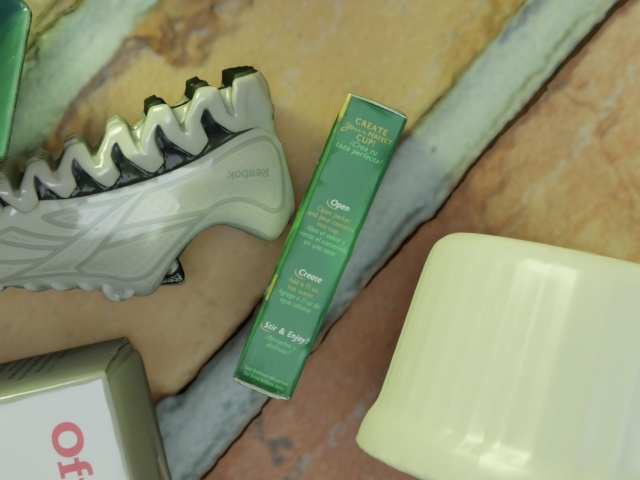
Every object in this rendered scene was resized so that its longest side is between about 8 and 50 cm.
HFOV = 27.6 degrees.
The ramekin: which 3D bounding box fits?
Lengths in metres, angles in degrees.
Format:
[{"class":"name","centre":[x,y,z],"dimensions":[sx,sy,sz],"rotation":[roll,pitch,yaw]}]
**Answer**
[{"class":"ramekin","centre":[0.170,0.088,0.748],"dimensions":[0.277,0.277,0.135],"rotation":[15,88,-3]}]

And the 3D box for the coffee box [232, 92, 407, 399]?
[{"class":"coffee box","centre":[0.000,0.000,0.812],"dimensions":[0.040,0.113,0.184],"rotation":[22,96,-1]}]

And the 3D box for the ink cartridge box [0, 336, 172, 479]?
[{"class":"ink cartridge box","centre":[-0.246,0.207,0.813],"dimensions":[0.307,0.129,0.223],"rotation":[-13,95,-1]}]

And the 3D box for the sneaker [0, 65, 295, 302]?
[{"class":"sneaker","centre":[-0.154,-0.007,0.814],"dimensions":[0.292,0.110,0.118],"rotation":[-21,104,1]}]

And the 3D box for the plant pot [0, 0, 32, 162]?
[{"class":"plant pot","centre":[-0.308,-0.064,0.747],"dimensions":[0.165,0.165,0.234],"rotation":[34,118,-29]}]
